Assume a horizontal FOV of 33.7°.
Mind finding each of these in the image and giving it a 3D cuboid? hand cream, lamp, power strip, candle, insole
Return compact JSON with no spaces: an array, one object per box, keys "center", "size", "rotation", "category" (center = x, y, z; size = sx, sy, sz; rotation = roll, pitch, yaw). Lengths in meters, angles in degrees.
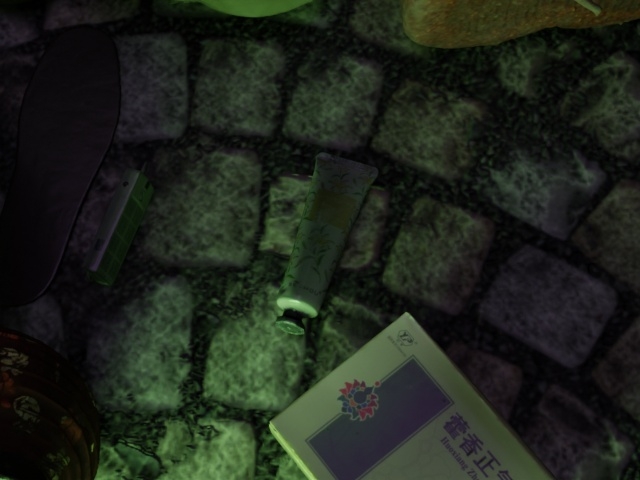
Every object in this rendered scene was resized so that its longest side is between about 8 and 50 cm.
[{"center":[0.000,0.000,1.051],"size":[0.067,0.042,0.194],"rotation":[14,67,11],"category":"hand cream"},{"center":[-0.308,0.176,0.918],"size":[0.247,0.247,0.246],"rotation":[-1,70,4],"category":"lamp"},{"center":[-0.200,-0.019,1.067],"size":[0.019,0.051,0.136],"rotation":[16,71,17],"category":"power strip"},{"center":[0.233,-0.284,1.014],"size":[0.317,0.287,0.131],"rotation":[-9,75,-2],"category":"candle"},{"center":[-0.281,-0.085,1.120],"size":[0.111,0.007,0.327],"rotation":[9,71,9],"category":"insole"}]

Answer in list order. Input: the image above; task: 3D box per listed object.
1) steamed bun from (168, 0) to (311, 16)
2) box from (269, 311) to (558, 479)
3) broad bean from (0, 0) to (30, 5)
[{"center":[-0.134,-0.406,1.067],"size":[0.339,0.247,0.352],"rotation":[1,98,2],"category":"steamed bun"},{"center":[0.084,0.199,0.944],"size":[0.168,0.095,0.212],"rotation":[-37,72,-12],"category":"box"},{"center":[-0.385,-0.373,1.189],"size":[0.263,0.121,0.189],"rotation":[44,73,2],"category":"broad bean"}]
